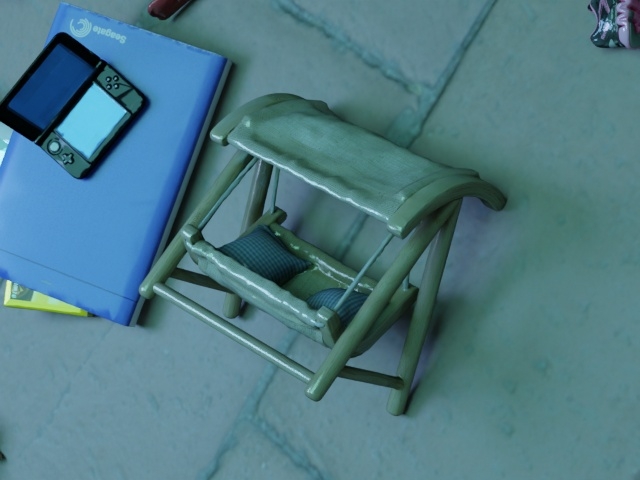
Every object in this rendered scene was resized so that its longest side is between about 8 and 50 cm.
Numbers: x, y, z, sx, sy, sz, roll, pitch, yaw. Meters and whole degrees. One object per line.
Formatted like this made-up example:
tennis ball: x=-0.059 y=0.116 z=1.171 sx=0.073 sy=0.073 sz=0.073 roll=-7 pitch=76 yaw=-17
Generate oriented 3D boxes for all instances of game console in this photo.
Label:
game console: x=-0.273 y=-0.146 z=1.621 sx=0.107 sy=0.071 sz=0.122 roll=42 pitch=95 yaw=13

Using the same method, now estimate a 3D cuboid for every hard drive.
hard drive: x=-0.252 y=-0.088 z=1.670 sx=0.210 sy=0.040 sz=0.318 roll=20 pitch=90 yaw=13

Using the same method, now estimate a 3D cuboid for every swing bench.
swing bench: x=0.000 y=0.000 z=1.456 sx=0.253 sy=0.165 sz=0.254 roll=27 pitch=95 yaw=35

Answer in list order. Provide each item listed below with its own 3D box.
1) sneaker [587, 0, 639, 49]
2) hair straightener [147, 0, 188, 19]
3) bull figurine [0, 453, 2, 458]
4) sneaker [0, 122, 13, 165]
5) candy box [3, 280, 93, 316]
sneaker: x=0.277 y=-0.236 z=1.401 sx=0.057 sy=0.047 sz=0.119 roll=-7 pitch=75 yaw=44
hair straightener: x=-0.125 y=-0.356 z=1.684 sx=0.230 sy=0.047 sz=0.089 roll=-40 pitch=61 yaw=20
bull figurine: x=-0.490 y=0.344 z=1.709 sx=0.101 sy=0.188 sz=0.310 roll=31 pitch=105 yaw=12
sneaker: x=-0.453 y=-0.093 z=1.810 sx=0.256 sy=0.094 sz=0.151 roll=26 pitch=87 yaw=32
candy box: x=-0.302 y=-0.019 z=1.711 sx=0.105 sy=0.027 sz=0.205 roll=6 pitch=87 yaw=7
